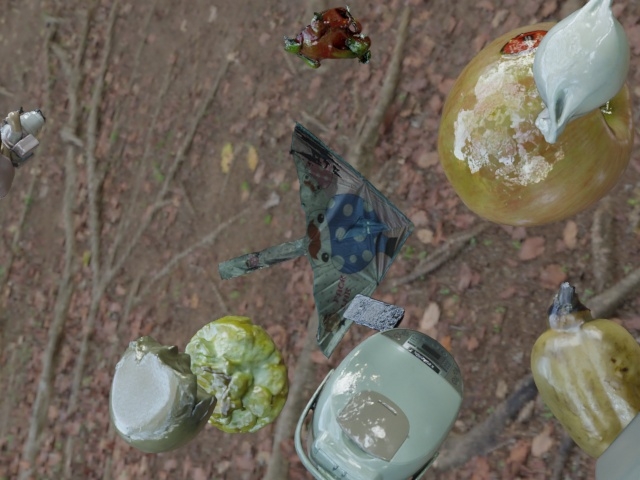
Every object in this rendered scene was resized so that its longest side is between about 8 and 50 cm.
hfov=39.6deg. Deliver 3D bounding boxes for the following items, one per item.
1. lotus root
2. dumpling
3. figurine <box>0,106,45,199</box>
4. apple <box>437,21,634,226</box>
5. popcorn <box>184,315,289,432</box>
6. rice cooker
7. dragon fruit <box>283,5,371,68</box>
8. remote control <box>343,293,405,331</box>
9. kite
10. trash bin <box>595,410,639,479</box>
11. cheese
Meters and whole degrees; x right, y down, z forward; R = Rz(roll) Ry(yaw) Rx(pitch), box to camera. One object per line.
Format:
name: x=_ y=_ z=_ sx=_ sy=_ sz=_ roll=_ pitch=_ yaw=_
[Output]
lotus root: x=0.315 y=0.154 z=1.034 sx=0.125 sy=0.118 sz=0.220 roll=-27 pitch=85 yaw=-1
dumpling: x=0.351 y=-0.234 z=1.210 sx=0.228 sy=0.124 sz=0.151 roll=-62 pitch=-8 yaw=2
figurine: x=-0.528 y=-0.128 z=1.427 sx=0.137 sy=0.112 sz=0.229 roll=-24 pitch=23 yaw=53
apple: x=0.419 y=-0.217 z=1.758 sx=0.347 sy=0.391 sz=0.391 roll=-24 pitch=57 yaw=40
popcorn: x=-0.159 y=0.254 z=1.678 sx=0.221 sy=0.184 sz=0.204 roll=58 pitch=139 yaw=12
rice cooker: x=0.066 y=0.192 z=0.967 sx=0.206 sy=0.145 sz=0.127 roll=-48 pitch=-12 yaw=-27
dragon fruit: x=0.024 y=-0.397 z=1.734 sx=0.138 sy=0.175 sz=0.142 roll=-138 pitch=72 yaw=-82
remote control: x=0.067 y=0.092 z=1.090 sx=0.039 sy=0.014 sz=0.096 roll=-54 pitch=32 yaw=-15
kite: x=0.000 y=0.000 z=1.235 sx=0.011 sy=0.314 sz=0.335 roll=0 pitch=100 yaw=62
trash bin: x=0.341 y=0.144 z=0.622 sx=0.220 sy=0.219 sz=0.250 roll=41 pitch=105 yaw=9
cheese: x=-0.248 y=0.250 z=1.408 sx=0.202 sy=0.091 sz=0.175 roll=7 pitch=78 yaw=45
